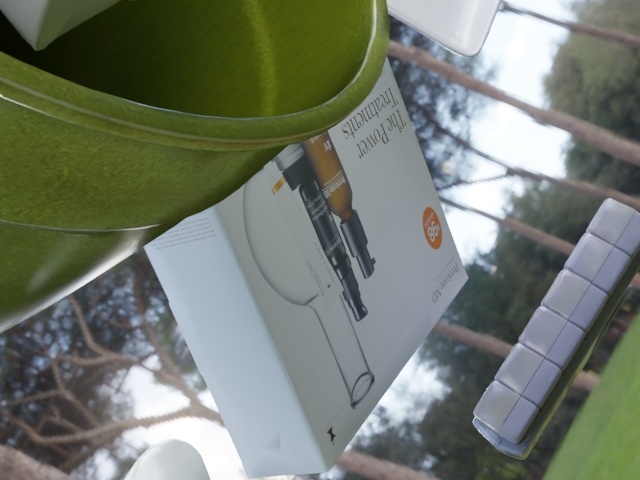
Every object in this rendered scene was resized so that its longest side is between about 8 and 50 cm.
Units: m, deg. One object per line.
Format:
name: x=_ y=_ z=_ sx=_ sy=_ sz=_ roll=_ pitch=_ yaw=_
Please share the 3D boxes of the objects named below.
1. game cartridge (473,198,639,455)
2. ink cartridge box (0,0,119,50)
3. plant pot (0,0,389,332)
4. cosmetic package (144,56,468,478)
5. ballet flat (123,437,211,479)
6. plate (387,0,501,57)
game cartridge: x=0.234 y=0.106 z=1.076 sx=0.230 sy=0.068 sz=0.355 roll=-61 pitch=-15 yaw=-5
ink cartridge box: x=-0.081 y=-0.219 z=0.339 sx=0.168 sy=0.232 sz=0.171 roll=-38 pitch=-2 yaw=-30
plant pot: x=-0.220 y=-0.085 z=0.514 sx=0.353 sy=0.366 sz=0.366 roll=-42 pitch=-2 yaw=33
cosmetic package: x=0.000 y=0.000 z=1.048 sx=0.377 sy=0.097 sz=0.284 roll=-45 pitch=-61 yaw=-54
ballet flat: x=-0.177 y=0.394 z=1.075 sx=0.139 sy=0.139 sz=0.400 roll=72 pitch=-142 yaw=-67
plate: x=0.080 y=-0.347 z=1.146 sx=0.277 sy=0.278 sz=0.045 roll=-65 pitch=7 yaw=-26
